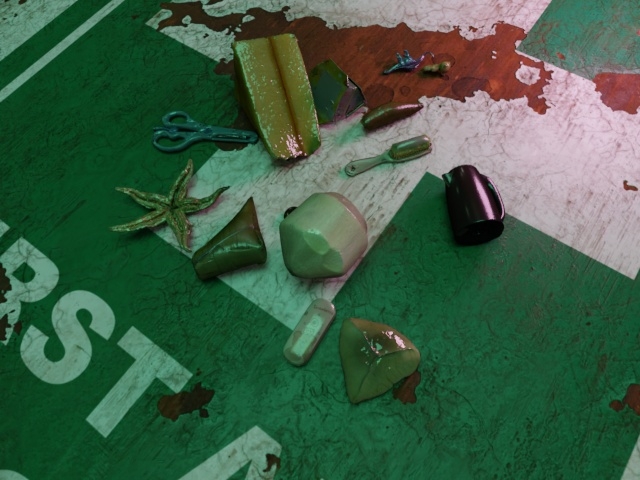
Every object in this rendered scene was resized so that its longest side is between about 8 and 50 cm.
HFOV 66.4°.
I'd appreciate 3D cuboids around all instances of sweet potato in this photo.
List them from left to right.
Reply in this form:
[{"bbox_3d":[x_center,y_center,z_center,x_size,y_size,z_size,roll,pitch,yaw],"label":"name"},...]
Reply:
[{"bbox_3d":[0.245,-0.447,1.703,0.243,0.077,0.077,-25,65,-12],"label":"sweet potato"}]

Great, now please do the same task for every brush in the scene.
[{"bbox_3d":[0.227,-0.291,1.633,0.312,0.067,0.072,-18,65,-3],"label":"brush"}]

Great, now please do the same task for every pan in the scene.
[{"bbox_3d":[-0.083,-0.062,1.561,0.068,0.023,0.115,-5,63,0],"label":"pan"}]

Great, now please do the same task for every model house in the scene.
[{"bbox_3d":[0.056,-0.527,1.740,0.135,0.207,0.219,-5,45,-39],"label":"model house"}]

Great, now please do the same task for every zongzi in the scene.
[{"bbox_3d":[-0.292,-0.016,1.510,0.228,0.115,0.256,-17,58,1],"label":"zongzi"}]

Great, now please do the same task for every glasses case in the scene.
[{"bbox_3d":[-0.030,0.257,1.385,0.081,0.051,0.204,26,68,17],"label":"glasses case"}]

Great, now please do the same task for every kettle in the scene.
[{"bbox_3d":[0.477,-0.119,1.492,0.201,0.144,0.232,4,60,-16],"label":"kettle"}]

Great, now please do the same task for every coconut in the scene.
[{"bbox_3d":[0.000,0.000,1.412,0.237,0.237,0.266,40,68,20],"label":"coconut"}]

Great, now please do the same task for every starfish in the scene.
[{"bbox_3d":[-0.494,-0.121,1.590,0.357,0.078,0.347,24,68,15],"label":"starfish"}]

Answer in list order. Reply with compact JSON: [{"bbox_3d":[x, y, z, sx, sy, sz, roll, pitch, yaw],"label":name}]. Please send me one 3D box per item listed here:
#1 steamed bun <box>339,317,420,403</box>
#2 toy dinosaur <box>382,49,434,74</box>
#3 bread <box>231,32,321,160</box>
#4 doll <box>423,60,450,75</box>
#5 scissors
[{"bbox_3d":[0.159,0.303,1.320,0.212,0.110,0.231,-10,66,-1],"label":"steamed bun"},{"bbox_3d":[0.322,-0.665,1.821,0.197,0.045,0.080,-19,77,3],"label":"toy dinosaur"},{"bbox_3d":[-0.125,-0.470,1.638,0.233,0.245,0.362,-18,62,-19],"label":"bread"},{"bbox_3d":[0.427,-0.638,1.795,0.093,0.051,0.061,19,38,10],"label":"doll"},{"bbox_3d":[-0.412,-0.379,1.737,0.392,0.032,0.180,7,65,7],"label":"scissors"}]
